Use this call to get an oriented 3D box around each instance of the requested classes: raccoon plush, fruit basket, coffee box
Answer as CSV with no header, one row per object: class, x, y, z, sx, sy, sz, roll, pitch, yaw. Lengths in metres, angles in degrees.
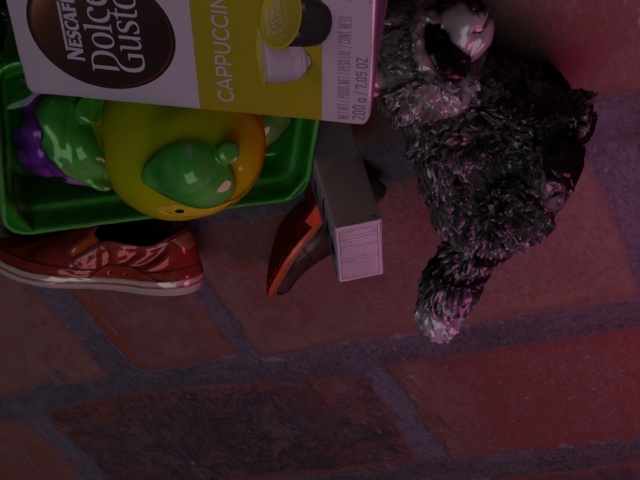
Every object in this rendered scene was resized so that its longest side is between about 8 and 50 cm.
raccoon plush,0.114,-0.079,1.401,0.299,0.216,0.446,22,114,-7
fruit basket,-0.161,-0.111,1.293,0.392,0.392,0.283,10,134,-1
coffee box,-0.095,-0.350,1.095,0.334,0.338,0.338,6,138,5

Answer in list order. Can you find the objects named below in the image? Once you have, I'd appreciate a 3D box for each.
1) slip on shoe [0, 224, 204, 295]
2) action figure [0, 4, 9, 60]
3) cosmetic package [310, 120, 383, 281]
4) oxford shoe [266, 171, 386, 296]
slip on shoe,-0.329,0.014,1.745,0.331,0.123,0.101,4,107,14
action figure,-0.361,-0.184,1.468,0.341,0.178,0.330,-8,145,22
cosmetic package,0.021,-0.072,1.460,0.060,0.239,0.099,-10,137,-6
oxford shoe,0.000,0.000,1.663,0.098,0.097,0.271,17,139,-17
